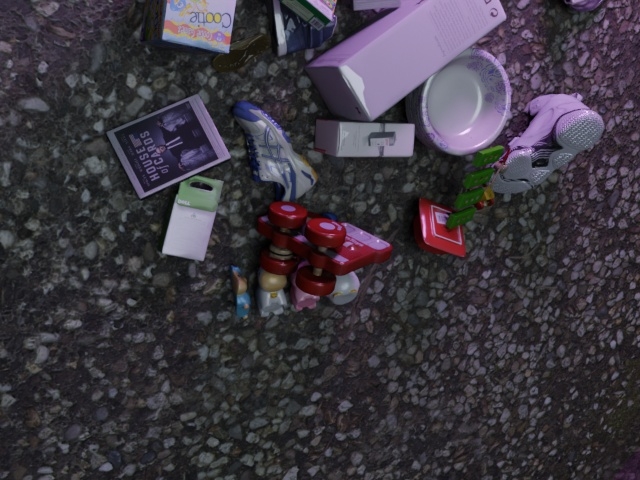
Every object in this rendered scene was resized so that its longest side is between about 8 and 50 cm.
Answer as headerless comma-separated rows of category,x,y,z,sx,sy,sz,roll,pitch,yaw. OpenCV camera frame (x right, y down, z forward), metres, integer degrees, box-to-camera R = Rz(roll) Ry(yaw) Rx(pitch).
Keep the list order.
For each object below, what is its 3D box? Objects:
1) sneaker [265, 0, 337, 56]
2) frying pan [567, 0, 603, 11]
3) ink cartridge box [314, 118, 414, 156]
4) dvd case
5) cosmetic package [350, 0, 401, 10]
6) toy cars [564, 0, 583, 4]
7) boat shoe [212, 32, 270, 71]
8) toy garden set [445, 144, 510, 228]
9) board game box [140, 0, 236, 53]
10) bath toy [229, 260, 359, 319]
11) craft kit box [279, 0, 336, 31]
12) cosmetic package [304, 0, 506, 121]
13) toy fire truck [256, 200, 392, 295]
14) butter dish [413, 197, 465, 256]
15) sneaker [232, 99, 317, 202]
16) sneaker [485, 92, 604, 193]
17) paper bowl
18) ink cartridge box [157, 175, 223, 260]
sneaker,-0.048,-0.575,1.674,0.164,0.086,0.226,-13,116,-11
frying pan,0.741,-0.822,1.976,0.197,0.053,0.326,-25,111,-15
ink cartridge box,0.113,-0.268,1.790,0.218,0.158,0.092,-1,103,-23
dvd case,-0.359,-0.224,1.635,0.239,0.029,0.179,-27,89,-15
cosmetic package,0.129,-0.690,1.662,0.127,0.107,0.238,-4,125,-3
toy cars,0.607,-0.802,1.887,0.394,0.087,0.176,31,85,-19
boat shoe,-0.196,-0.460,1.676,0.153,0.048,0.056,-33,126,-5
toy garden set,0.446,-0.166,1.930,0.204,0.049,0.244,-19,138,-42
board game box,-0.291,-0.489,1.493,0.144,0.275,0.142,5,101,-25
bath toy,-0.064,0.111,1.840,0.348,0.129,0.151,-5,150,-20
craft kit box,-0.061,-0.647,1.599,0.250,0.061,0.246,31,48,-27
cosmetic package,0.210,-0.498,1.735,0.453,0.230,0.161,-39,115,-11
toy fire truck,0.000,0.000,1.754,0.254,0.302,0.169,-17,126,-48
butter dish,0.322,-0.020,1.975,0.160,0.118,0.159,17,56,-28
sneaker,-0.134,-0.213,1.725,0.131,0.112,0.296,-44,115,-7
sneaker,0.638,-0.292,2.029,0.366,0.210,0.137,-35,119,27
paper bowl,0.362,-0.379,1.874,0.284,0.148,0.284,-6,106,-22
ink cartridge box,-0.323,-0.062,1.709,0.109,0.062,0.209,12,97,-25
